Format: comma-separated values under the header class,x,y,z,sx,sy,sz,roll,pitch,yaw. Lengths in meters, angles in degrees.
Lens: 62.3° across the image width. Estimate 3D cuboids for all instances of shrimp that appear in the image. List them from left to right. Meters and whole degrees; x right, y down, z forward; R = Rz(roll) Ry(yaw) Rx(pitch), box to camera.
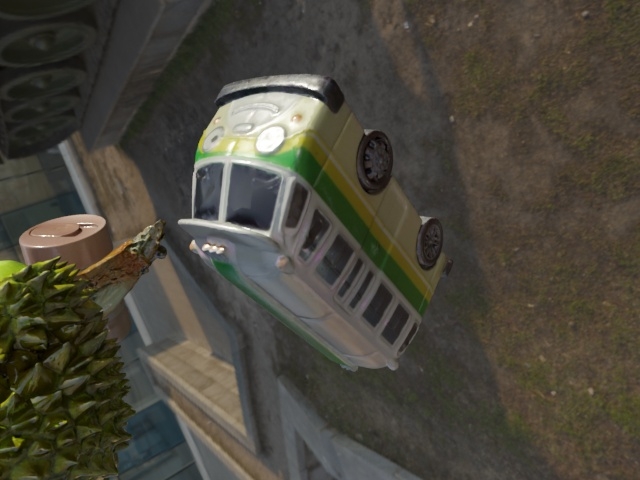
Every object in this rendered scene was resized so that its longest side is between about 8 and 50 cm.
class,x,y,z,sx,sy,sz,roll,pitch,yaw
shrimp,-0.224,0.048,0.540,0.043,0.184,0.091,44,169,20

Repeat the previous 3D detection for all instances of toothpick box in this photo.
class,x,y,z,sx,sy,sz,roll,pitch,yaw
toothpick box,-0.300,0.054,0.658,0.098,0.098,0.149,28,130,50

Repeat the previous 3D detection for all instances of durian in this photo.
class,x,y,z,sx,sy,sz,roll,pitch,yaw
durian,-0.234,0.128,0.332,0.177,0.236,0.200,59,153,5

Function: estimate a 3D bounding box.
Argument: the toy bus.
class,x,y,z,sx,sy,sz,roll,pitch,yaw
toy bus,0.000,0.000,0.533,0.143,0.179,0.305,10,154,39
